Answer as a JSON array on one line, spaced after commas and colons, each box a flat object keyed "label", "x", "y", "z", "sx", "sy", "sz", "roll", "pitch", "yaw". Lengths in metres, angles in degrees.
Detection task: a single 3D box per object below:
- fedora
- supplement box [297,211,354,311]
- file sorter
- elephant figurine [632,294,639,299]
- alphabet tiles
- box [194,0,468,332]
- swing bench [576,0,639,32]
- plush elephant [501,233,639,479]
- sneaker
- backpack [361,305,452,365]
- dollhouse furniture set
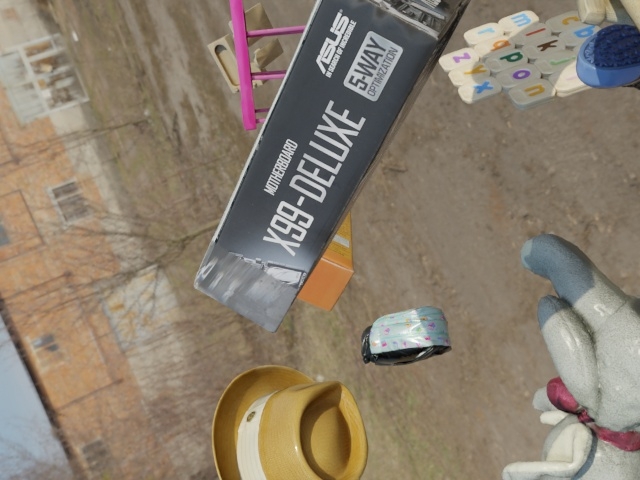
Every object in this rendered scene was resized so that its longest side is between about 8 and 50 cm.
[{"label": "fedora", "x": -0.010, "y": 0.192, "z": 0.623, "sx": 0.079, "sy": 0.194, "sz": 0.194, "roll": -40, "pitch": 69, "yaw": 31}, {"label": "supplement box", "x": 0.000, "y": 0.000, "z": 0.957, "sx": 0.233, "sy": 0.080, "sz": 0.078, "roll": -90, "pitch": 25, "yaw": -61}, {"label": "file sorter", "x": -0.053, "y": -0.348, "z": 1.096, "sx": 0.202, "sy": 0.182, "sz": 0.291, "roll": -110, "pitch": 15, "yaw": -73}, {"label": "elephant figurine", "x": 0.649, "y": 0.080, "z": 1.137, "sx": 0.169, "sy": 0.239, "sz": 0.186, "roll": 42, "pitch": -116, "yaw": -88}, {"label": "alphabet tiles", "x": 0.369, "y": -0.330, "z": 1.188, "sx": 0.284, "sy": 0.278, "sz": 0.021, "roll": -105, "pitch": -6, "yaw": -47}, {"label": "box", "x": 0.028, "y": -0.103, "z": 0.548, "sx": 0.076, "sy": 0.307, "sz": 0.242, "roll": 30, "pitch": 122, "yaw": 1}, {"label": "swing bench", "x": 0.372, "y": -0.227, "z": 0.538, "sx": 0.255, "sy": 0.253, "sz": 0.165, "roll": -84, "pitch": 3, "yaw": -66}, {"label": "plush elephant", "x": 0.357, "y": 0.201, "z": 0.819, "sx": 0.255, "sy": 0.272, "sz": 0.330, "roll": -61, "pitch": 19, "yaw": 26}, {"label": "sneaker", "x": 0.380, "y": -0.208, "z": 0.772, "sx": 0.081, "sy": 0.232, "sz": 0.090, "roll": 48, "pitch": 151, "yaw": 34}, {"label": "backpack", "x": 0.193, "y": 0.212, "z": 1.440, "sx": 0.182, "sy": 0.152, "sz": 0.115, "roll": -19, "pitch": 75, "yaw": 35}, {"label": "dollhouse furniture set", "x": -0.172, "y": -0.367, "z": 1.330, "sx": 0.151, "sy": 0.123, "sz": 0.144, "roll": -12, "pitch": 117, "yaw": 33}]
